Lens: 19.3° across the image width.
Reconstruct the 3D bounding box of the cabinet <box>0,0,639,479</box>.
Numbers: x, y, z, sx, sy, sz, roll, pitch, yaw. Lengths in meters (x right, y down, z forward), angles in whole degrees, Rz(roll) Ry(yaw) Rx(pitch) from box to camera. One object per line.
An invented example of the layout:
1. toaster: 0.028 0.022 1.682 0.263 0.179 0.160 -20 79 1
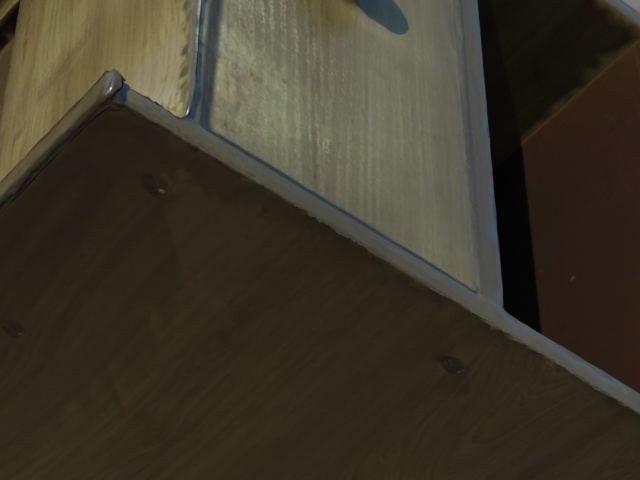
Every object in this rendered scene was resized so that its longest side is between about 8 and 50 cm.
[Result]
1. cabinet: 0.000 0.000 0.478 0.215 0.148 0.175 31 35 -25
